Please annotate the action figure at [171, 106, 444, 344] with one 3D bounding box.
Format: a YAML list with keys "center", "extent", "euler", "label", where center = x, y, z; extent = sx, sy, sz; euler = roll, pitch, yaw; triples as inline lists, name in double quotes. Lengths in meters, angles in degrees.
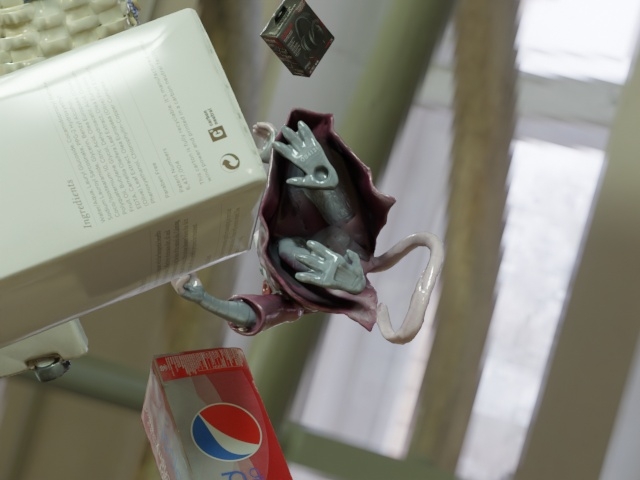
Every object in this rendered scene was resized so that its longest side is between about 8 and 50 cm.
- center: [0.000, 0.000, 2.147]
  extent: [0.276, 0.248, 0.370]
  euler: [24, -17, 3]
  label: "action figure"

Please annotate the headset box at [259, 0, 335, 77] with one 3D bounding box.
- center: [-0.029, -0.242, 2.283]
  extent: [0.032, 0.062, 0.083]
  euler: [13, -27, 44]
  label: "headset box"

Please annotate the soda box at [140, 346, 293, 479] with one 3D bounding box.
- center: [-0.071, 0.216, 1.599]
  extent: [0.083, 0.263, 0.092]
  euler: [-7, -39, -20]
  label: "soda box"

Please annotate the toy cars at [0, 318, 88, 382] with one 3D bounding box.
- center: [-0.260, 0.003, 1.822]
  extent: [0.176, 0.393, 0.087]
  euler: [31, 27, -1]
  label: "toy cars"

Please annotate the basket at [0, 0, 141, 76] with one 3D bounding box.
- center: [-0.272, -0.157, 1.943]
  extent: [0.201, 0.289, 0.255]
  euler: [-16, 26, -27]
  label: "basket"

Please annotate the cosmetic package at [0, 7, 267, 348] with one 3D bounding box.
- center: [-0.237, -0.015, 1.446]
  extent: [0.366, 0.155, 0.197]
  euler: [-20, -13, -13]
  label: "cosmetic package"
